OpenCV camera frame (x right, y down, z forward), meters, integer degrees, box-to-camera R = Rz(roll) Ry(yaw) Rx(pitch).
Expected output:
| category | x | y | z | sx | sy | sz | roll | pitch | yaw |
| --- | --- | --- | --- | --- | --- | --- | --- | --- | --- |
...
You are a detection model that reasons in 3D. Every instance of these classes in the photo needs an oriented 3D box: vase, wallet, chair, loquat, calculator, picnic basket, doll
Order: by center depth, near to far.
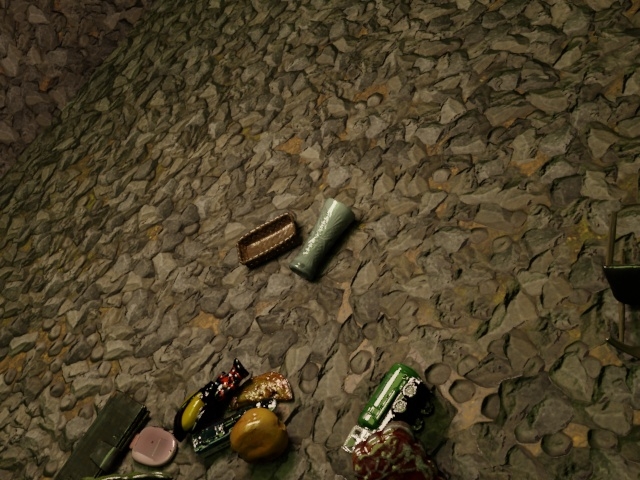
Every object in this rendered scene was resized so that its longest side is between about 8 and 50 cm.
| category | x | y | z | sx | sy | sz | roll | pitch | yaw |
| --- | --- | --- | --- | --- | --- | --- | --- | --- | --- |
| chair | 0.669 | 0.086 | 1.517 | 0.188 | 0.166 | 0.272 | -3 | 55 | 30 |
| loquat | -0.146 | 0.460 | 1.773 | 0.137 | 0.137 | 0.113 | -36 | 31 | 3 |
| doll | -0.287 | 0.405 | 1.932 | 0.088 | 0.127 | 0.249 | 44 | 86 | 11 |
| calculator | -0.438 | 0.533 | 1.969 | 0.166 | 0.024 | 0.103 | 3 | 59 | 35 |
| wallet | -0.595 | 0.556 | 2.024 | 0.169 | 0.044 | 0.317 | 12 | 62 | 47 |
| vase | 0.000 | 0.000 | 2.061 | 0.096 | 0.096 | 0.219 | 20 | 72 | 41 |
| picnic basket | -0.147 | 0.003 | 2.172 | 0.193 | 0.055 | 0.110 | -26 | 48 | 12 |

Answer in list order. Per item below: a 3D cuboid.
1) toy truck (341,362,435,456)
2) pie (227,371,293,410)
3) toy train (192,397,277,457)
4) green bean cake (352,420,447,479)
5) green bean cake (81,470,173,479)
| category | x | y | z | sx | sy | sz | roll | pitch | yaw |
| --- | --- | --- | --- | --- | --- | --- | --- | --- | --- |
| toy truck | 0.150 | 0.388 | 1.661 | 0.125 | 0.101 | 0.242 | 18 | 65 | 43 |
| pie | -0.154 | 0.373 | 1.910 | 0.191 | 0.033 | 0.088 | -15 | 46 | 22 |
| toy train | -0.202 | 0.456 | 1.862 | 0.234 | 0.051 | 0.052 | -28 | 46 | 6 |
| green bean cake | 0.151 | 0.495 | 1.509 | 0.198 | 0.097 | 0.233 | -31 | 82 | 3 |
| green bean cake | -0.445 | 0.685 | 1.628 | 0.335 | 0.218 | 0.319 | -5 | 33 | -13 |
